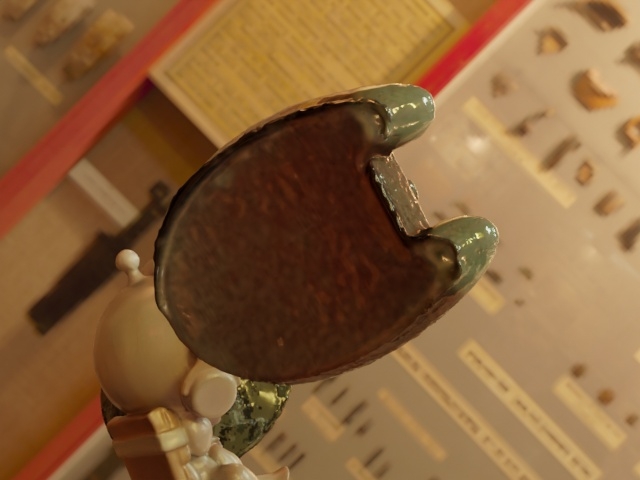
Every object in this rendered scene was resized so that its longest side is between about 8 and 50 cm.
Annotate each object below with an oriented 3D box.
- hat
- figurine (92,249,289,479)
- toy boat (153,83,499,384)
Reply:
[{"bbox_3d":[-0.163,0.135,1.623,0.265,0.265,0.128,48,-8,33],"label":"hat"},{"bbox_3d":[-0.103,0.118,1.093,0.162,0.141,0.237,-28,-104,61],"label":"figurine"},{"bbox_3d":[0.000,0.000,0.818,0.085,0.227,0.155,-25,87,-56],"label":"toy boat"}]
